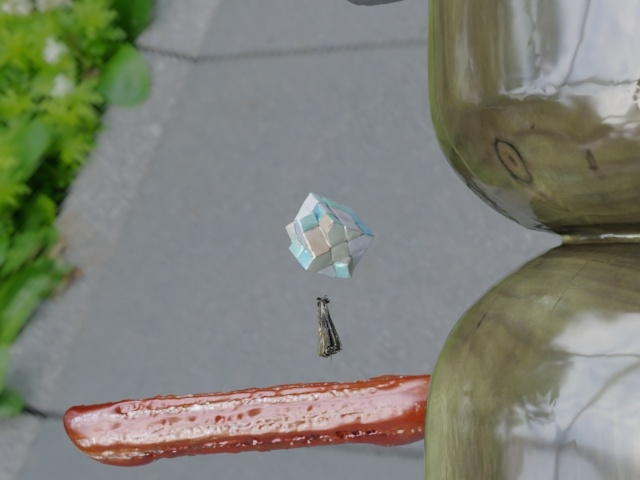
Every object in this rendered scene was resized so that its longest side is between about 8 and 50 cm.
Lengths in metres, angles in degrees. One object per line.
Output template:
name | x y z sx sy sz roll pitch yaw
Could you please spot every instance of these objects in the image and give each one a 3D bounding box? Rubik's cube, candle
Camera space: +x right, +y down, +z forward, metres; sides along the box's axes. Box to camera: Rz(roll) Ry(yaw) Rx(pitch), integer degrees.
Rubik's cube | 0.001 0.000 1.797 0.073 0.084 0.075 -58 25 18
candle | -0.015 0.119 1.153 0.329 0.051 0.048 -6 13 14

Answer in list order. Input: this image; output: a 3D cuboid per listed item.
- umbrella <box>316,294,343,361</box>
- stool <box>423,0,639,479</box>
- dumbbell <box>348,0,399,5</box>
umbrella | 0.006 0.095 1.838 0.031 0.020 0.083 -50 42 44
stool | 0.123 0.040 0.576 0.179 0.179 0.264 -1 88 38
dumbbell | 0.059 -0.402 1.612 0.203 0.203 0.322 -22 85 25
